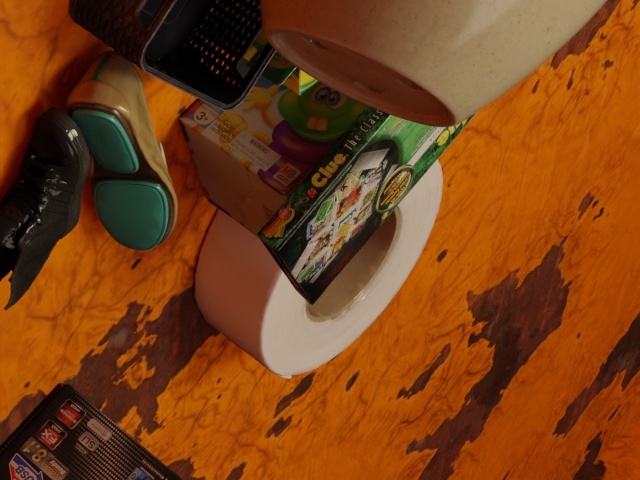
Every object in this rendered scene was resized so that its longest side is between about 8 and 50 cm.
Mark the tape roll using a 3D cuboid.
[{"bbox_3d":[0.000,0.000,1.938,0.286,0.100,0.286,-41,153,-27],"label":"tape roll"}]

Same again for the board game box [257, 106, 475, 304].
[{"bbox_3d":[0.051,-0.069,1.683,0.260,0.030,0.136,-49,151,-10],"label":"board game box"}]

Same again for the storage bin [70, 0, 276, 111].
[{"bbox_3d":[-0.106,-0.192,1.521,0.122,0.084,0.180,-57,156,5],"label":"storage bin"}]

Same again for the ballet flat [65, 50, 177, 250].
[{"bbox_3d":[-0.160,-0.076,1.593,0.232,0.080,0.073,84,17,-59],"label":"ballet flat"}]

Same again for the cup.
[{"bbox_3d":[0.079,-0.230,1.452,0.237,0.331,0.331,-64,156,-7],"label":"cup"}]

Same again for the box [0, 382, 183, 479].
[{"bbox_3d":[-0.213,0.295,1.735,0.216,0.270,0.060,-47,156,-14],"label":"box"}]

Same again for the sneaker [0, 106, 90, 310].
[{"bbox_3d":[-0.239,-0.026,1.536,0.089,0.051,0.170,-42,157,-35],"label":"sneaker"}]

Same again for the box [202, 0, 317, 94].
[{"bbox_3d":[-0.010,-0.200,1.654,0.179,0.105,0.043,-38,151,-29],"label":"box"}]

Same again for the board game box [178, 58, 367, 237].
[{"bbox_3d":[0.021,-0.132,1.753,0.275,0.142,0.144,-45,153,-18],"label":"board game box"}]
